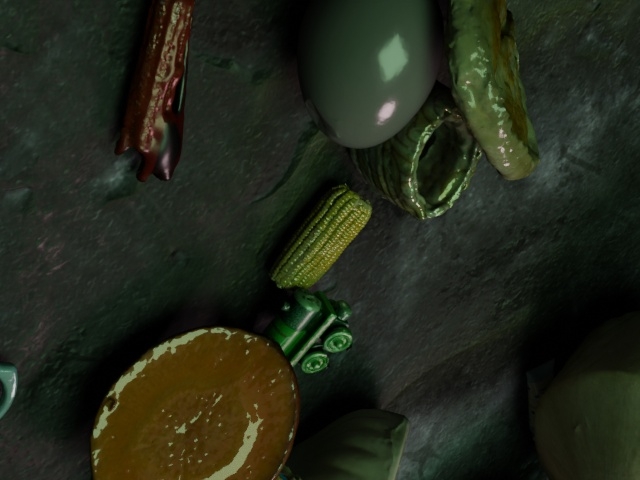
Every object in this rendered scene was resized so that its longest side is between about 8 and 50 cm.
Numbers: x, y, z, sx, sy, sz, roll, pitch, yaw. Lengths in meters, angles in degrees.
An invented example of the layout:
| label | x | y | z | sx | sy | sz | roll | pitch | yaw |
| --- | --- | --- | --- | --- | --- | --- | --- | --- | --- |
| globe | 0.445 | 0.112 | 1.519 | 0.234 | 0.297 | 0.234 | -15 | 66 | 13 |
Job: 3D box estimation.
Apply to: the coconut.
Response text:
| label | x | y | z | sx | sy | sz | roll | pitch | yaw |
| --- | --- | --- | --- | --- | --- | --- | --- | --- | --- |
| coconut | 0.555 | 0.330 | 2.071 | 0.415 | 0.344 | 0.415 | -27 | 122 | -54 |

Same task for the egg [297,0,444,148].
| label | x | y | z | sx | sy | sz | roll | pitch | yaw |
| --- | --- | --- | --- | --- | --- | --- | --- | --- | --- |
| egg | 0.057 | -0.223 | 1.474 | 0.176 | 0.176 | 0.232 | -4 | 124 | -36 |

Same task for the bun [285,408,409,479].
| label | x | y | z | sx | sy | sz | roll | pitch | yaw |
| --- | --- | --- | --- | --- | --- | --- | --- | --- | --- |
| bun | 0.026 | 0.368 | 1.848 | 0.263 | 0.175 | 0.263 | 16 | 90 | -82 |

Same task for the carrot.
| label | x | y | z | sx | sy | sz | roll | pitch | yaw |
| --- | --- | --- | --- | --- | --- | --- | --- | --- | --- |
| carrot | -0.160 | 0.248 | 1.595 | 0.258 | 0.100 | 0.307 | 41 | 88 | -9 |

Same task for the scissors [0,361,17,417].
| label | x | y | z | sx | sy | sz | roll | pitch | yaw |
| --- | --- | --- | --- | --- | --- | --- | --- | --- | --- |
| scissors | -0.458 | 0.286 | 1.525 | 0.191 | 0.029 | 0.360 | -16 | 129 | -24 |

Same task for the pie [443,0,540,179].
| label | x | y | z | sx | sy | sz | roll | pitch | yaw |
| --- | --- | --- | --- | --- | --- | --- | --- | --- | --- |
| pie | 0.207 | -0.229 | 1.515 | 0.077 | 0.339 | 0.339 | -11 | 134 | 13 |

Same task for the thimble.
| label | x | y | z | sx | sy | sz | roll | pitch | yaw |
| --- | --- | --- | --- | --- | --- | --- | --- | --- | --- |
| thimble | 0.121 | -0.124 | 1.612 | 0.137 | 0.143 | 0.190 | -4 | 121 | -36 |

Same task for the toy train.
| label | x | y | z | sx | sy | sz | roll | pitch | yaw |
| --- | --- | --- | --- | --- | --- | --- | --- | --- | --- |
| toy train | -0.061 | 0.166 | 1.687 | 0.119 | 0.085 | 0.251 | 23 | 115 | -38 |

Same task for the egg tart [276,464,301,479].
| label | x | y | z | sx | sy | sz | roll | pitch | yaw |
| --- | --- | --- | --- | --- | --- | --- | --- | --- | --- |
| egg tart | -0.147 | 0.406 | 1.699 | 0.290 | 0.107 | 0.291 | -1 | 99 | -5 |

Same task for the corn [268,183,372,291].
| label | x | y | z | sx | sy | sz | roll | pitch | yaw |
| --- | --- | --- | --- | --- | --- | --- | --- | --- | --- |
| corn | 0.000 | 0.000 | 1.661 | 0.165 | 0.063 | 0.085 | -52 | 160 | 6 |

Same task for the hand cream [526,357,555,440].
| label | x | y | z | sx | sy | sz | roll | pitch | yaw |
| --- | --- | --- | --- | --- | --- | --- | --- | --- | --- |
| hand cream | 0.391 | 0.287 | 2.163 | 0.065 | 0.043 | 0.171 | -23 | 128 | -24 |

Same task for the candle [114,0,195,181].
| label | x | y | z | sx | sy | sz | roll | pitch | yaw |
| --- | --- | --- | --- | --- | --- | --- | --- | --- | --- |
| candle | -0.176 | -0.202 | 1.394 | 0.084 | 0.059 | 0.302 | -13 | 128 | -45 |
